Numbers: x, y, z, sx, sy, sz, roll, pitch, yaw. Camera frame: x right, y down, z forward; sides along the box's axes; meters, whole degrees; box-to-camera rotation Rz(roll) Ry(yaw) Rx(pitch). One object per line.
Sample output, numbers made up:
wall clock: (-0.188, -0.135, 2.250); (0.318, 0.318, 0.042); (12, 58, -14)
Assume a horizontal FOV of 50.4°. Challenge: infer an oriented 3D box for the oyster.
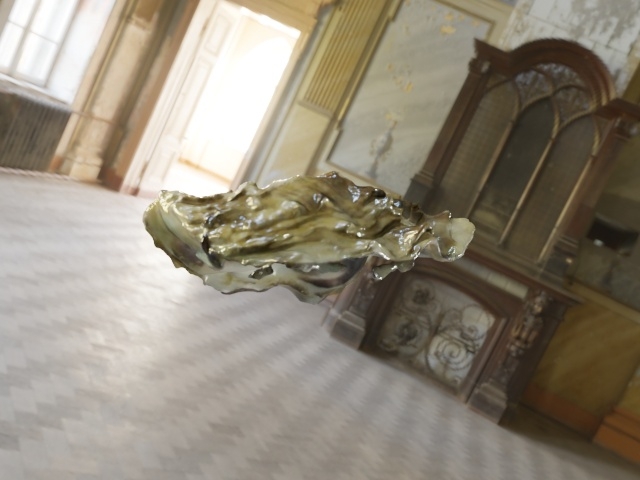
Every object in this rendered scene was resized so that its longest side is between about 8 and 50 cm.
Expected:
oyster: (0.000, -0.002, 0.690); (0.351, 0.115, 0.238); (3, -12, -18)
